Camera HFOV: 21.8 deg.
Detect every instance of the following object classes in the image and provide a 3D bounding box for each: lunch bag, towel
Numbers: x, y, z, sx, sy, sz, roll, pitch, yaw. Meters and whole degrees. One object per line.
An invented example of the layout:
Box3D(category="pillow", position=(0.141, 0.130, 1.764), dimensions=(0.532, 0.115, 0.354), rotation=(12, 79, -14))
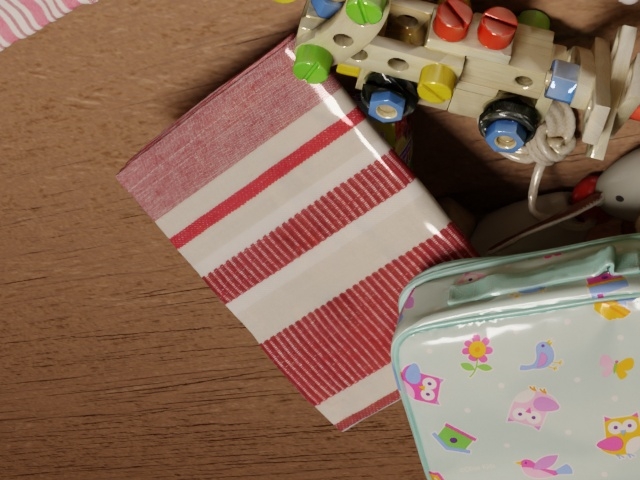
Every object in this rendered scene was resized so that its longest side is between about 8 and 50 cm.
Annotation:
Box3D(category="lunch bag", position=(0.208, 0.107, 1.401), dimensions=(0.279, 0.108, 0.224), rotation=(-10, 118, 16))
Box3D(category="towel", position=(-0.305, -0.232, 1.496), dimensions=(0.197, 0.029, 0.144), rotation=(-17, 136, 43))
Box3D(category="towel", position=(0.000, 0.000, 1.492), dimensions=(0.237, 0.037, 0.329), rotation=(-33, 102, 32))

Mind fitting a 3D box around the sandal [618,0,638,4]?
Box3D(category="sandal", position=(0.197, -0.253, 1.134), dimensions=(0.076, 0.102, 0.265), rotation=(4, 149, 5))

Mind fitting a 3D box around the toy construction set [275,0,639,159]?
Box3D(category="toy construction set", position=(0.110, -0.164, 1.298), dimensions=(0.327, 0.151, 0.215), rotation=(26, 149, 7))

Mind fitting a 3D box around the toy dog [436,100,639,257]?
Box3D(category="toy dog", position=(0.197, 0.025, 1.522), dimensions=(0.220, 0.161, 0.334), rotation=(20, 149, -5))

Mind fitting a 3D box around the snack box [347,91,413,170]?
Box3D(category="snack box", position=(-0.006, -0.035, 1.538), dimensions=(0.174, 0.070, 0.207), rotation=(9, 118, 16))
